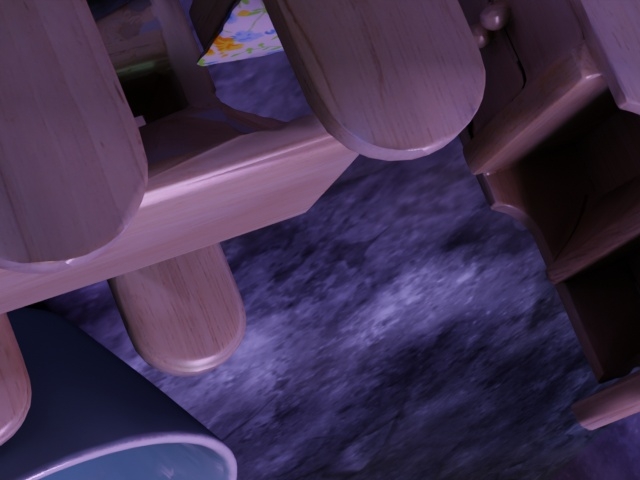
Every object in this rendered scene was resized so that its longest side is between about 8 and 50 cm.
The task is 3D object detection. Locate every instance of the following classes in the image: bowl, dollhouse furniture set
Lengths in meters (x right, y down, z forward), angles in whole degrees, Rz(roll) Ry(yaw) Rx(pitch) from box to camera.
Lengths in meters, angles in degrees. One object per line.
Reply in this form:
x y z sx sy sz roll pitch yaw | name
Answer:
-0.224 0.156 0.940 0.311 0.163 0.311 -28 155 -14 | bowl
0.000 0.000 0.677 0.394 0.256 0.362 -19 169 -23 | dollhouse furniture set
